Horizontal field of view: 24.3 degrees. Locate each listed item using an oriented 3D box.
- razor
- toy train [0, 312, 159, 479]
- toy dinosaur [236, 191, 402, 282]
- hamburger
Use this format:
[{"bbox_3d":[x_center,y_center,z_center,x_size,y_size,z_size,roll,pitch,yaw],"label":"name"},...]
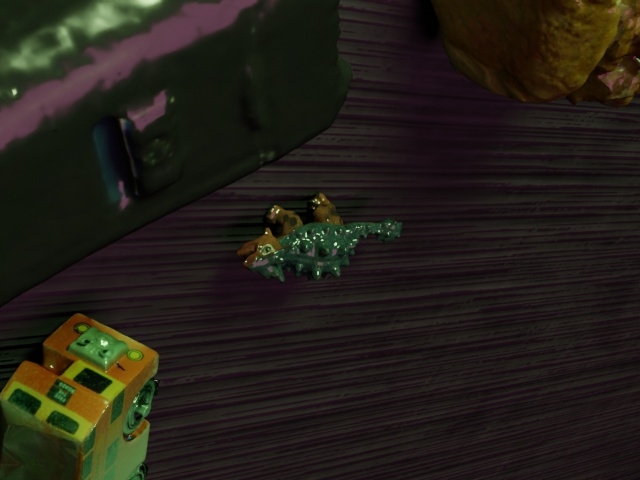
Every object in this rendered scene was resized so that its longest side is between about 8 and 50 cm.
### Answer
[{"bbox_3d":[-0.134,-0.062,0.761,0.327,0.107,0.189,-32,146,-22],"label":"razor"},{"bbox_3d":[-0.159,0.143,0.968,0.099,0.072,0.188,-51,158,-51],"label":"toy train"},{"bbox_3d":[0.000,0.000,1.050,0.154,0.055,0.049,-12,130,-41],"label":"toy dinosaur"},{"bbox_3d":[0.160,-0.197,0.928,0.155,0.245,0.282,-39,-167,-23],"label":"hamburger"}]
